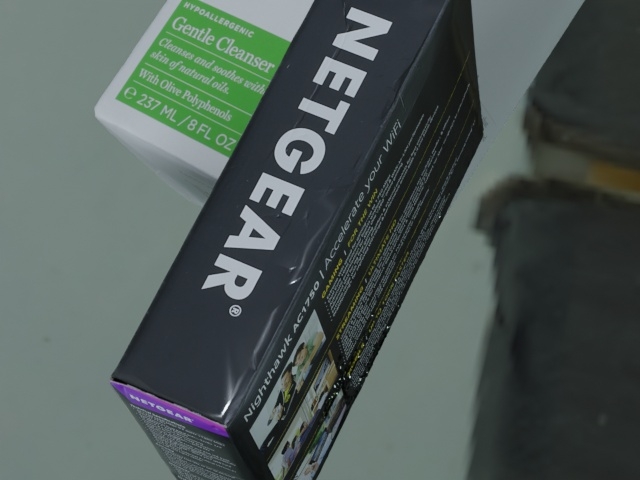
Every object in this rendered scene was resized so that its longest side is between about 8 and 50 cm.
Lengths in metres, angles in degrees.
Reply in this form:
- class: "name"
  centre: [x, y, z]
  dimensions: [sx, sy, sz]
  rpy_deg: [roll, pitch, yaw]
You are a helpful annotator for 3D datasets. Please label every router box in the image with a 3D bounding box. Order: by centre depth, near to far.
- class: "router box"
  centre: [0.000, 0.000, 0.665]
  dimensions: [0.179, 0.046, 0.133]
  rpy_deg: [-63, 164, -18]

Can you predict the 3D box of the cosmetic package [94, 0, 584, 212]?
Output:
- class: "cosmetic package"
  centre: [0.045, -0.168, 1.290]
  dimensions: [0.365, 0.197, 0.155]
  rpy_deg: [-59, 148, -8]
